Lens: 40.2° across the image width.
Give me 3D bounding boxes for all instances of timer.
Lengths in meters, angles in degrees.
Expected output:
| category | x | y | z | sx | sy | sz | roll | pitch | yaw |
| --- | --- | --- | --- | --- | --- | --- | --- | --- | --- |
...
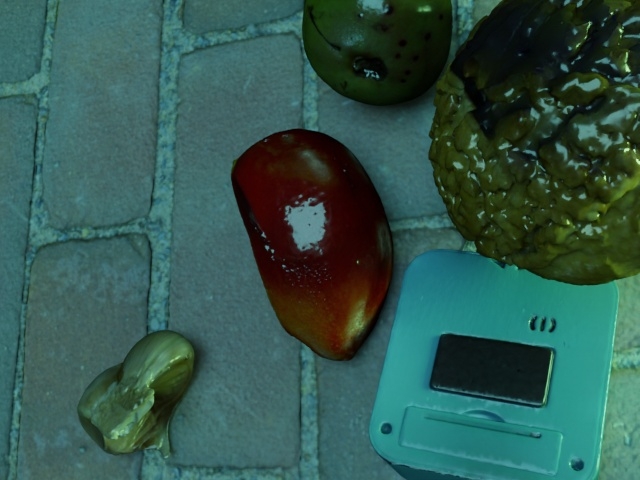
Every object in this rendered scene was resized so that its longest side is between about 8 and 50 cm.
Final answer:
| category | x | y | z | sx | sy | sz | roll | pitch | yaw |
| --- | --- | --- | --- | --- | --- | --- | --- | --- | --- |
| timer | 0.188 | 0.140 | 0.927 | 0.232 | 0.091 | 0.250 | 6 | 68 | 23 |

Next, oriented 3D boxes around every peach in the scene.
| category | x | y | z | sx | sy | sz | roll | pitch | yaw |
| --- | --- | --- | --- | --- | --- | --- | --- | --- | --- |
| peach | -0.003 | -0.004 | 0.974 | 0.159 | 0.154 | 0.267 | -20 | 70 | 14 |

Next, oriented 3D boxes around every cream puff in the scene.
| category | x | y | z | sx | sy | sz | roll | pitch | yaw |
| --- | --- | --- | --- | --- | --- | --- | --- | --- | --- |
| cream puff | 0.242 | -0.128 | 0.825 | 0.327 | 0.231 | 0.343 | -9 | 54 | 54 |

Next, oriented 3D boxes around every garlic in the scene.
| category | x | y | z | sx | sy | sz | roll | pitch | yaw |
| --- | --- | --- | --- | --- | --- | --- | --- | --- | --- |
| garlic | -0.216 | 0.185 | 1.049 | 0.174 | 0.099 | 0.124 | -46 | 47 | 1 |

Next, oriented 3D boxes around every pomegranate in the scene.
| category | x | y | z | sx | sy | sz | roll | pitch | yaw |
| --- | --- | --- | --- | --- | --- | --- | --- | --- | --- |
| pomegranate | 0.070 | -0.250 | 1.015 | 0.179 | 0.210 | 0.179 | 5 | 112 | 12 |
